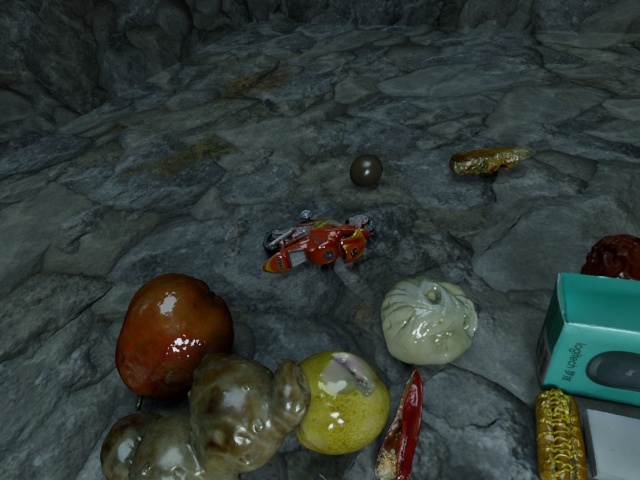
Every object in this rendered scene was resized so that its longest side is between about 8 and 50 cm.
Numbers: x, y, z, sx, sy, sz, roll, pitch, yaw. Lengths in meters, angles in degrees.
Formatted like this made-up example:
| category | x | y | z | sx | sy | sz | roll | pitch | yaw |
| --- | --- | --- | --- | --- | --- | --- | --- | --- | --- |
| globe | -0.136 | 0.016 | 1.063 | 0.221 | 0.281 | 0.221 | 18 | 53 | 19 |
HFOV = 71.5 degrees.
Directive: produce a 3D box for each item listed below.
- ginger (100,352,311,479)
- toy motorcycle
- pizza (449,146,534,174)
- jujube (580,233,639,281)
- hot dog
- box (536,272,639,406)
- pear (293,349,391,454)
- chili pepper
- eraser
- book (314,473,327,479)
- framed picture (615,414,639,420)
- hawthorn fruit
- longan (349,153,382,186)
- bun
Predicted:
| category | x | y | z | sx | sy | sz | roll | pitch | yaw |
| --- | --- | --- | --- | --- | --- | --- | --- | --- | --- |
| ginger | -0.176 | 0.306 | 0.693 | 0.375 | 0.176 | 0.256 | -41 | 49 | 8 |
| toy motorcycle | 0.000 | 0.000 | 1.113 | 0.298 | 0.089 | 0.171 | -11 | 42 | -1 |
| pizza | 0.482 | -0.229 | 1.297 | 0.226 | 0.069 | 0.147 | -11 | 20 | -6 |
| jujube | 0.589 | 0.085 | 0.862 | 0.155 | 0.155 | 0.230 | 10 | 37 | 22 |
| hot dog | 0.384 | 0.316 | 0.714 | 0.071 | 0.045 | 0.165 | 5 | 44 | 19 |
| box | 0.537 | 0.175 | 0.723 | 0.312 | 0.205 | 0.118 | 7 | 46 | 18 |
| pear | 0.033 | 0.269 | 0.748 | 0.178 | 0.178 | 0.178 | -6 | 41 | 5 |
| chili pepper | 0.137 | 0.333 | 0.748 | 0.059 | 0.050 | 0.268 | -35 | 17 | 45 |
| eraser | 0.487 | 0.323 | 0.672 | 0.151 | 0.023 | 0.103 | 9 | 47 | 11 |
| book | -0.018 | 0.475 | 0.619 | 0.158 | 0.026 | 0.231 | 27 | 58 | 34 |
| framed picture | 0.521 | 0.371 | 0.650 | 0.173 | 0.010 | 0.231 | 1 | 43 | 12 |
| hawthorn fruit | -0.293 | 0.200 | 0.866 | 0.224 | 0.224 | 0.260 | 23 | 67 | 32 |
| longan | 0.133 | -0.207 | 1.321 | 0.113 | 0.092 | 0.113 | -47 | 18 | 20 |
| bun | 0.216 | 0.148 | 0.877 | 0.193 | 0.127 | 0.178 | 1 | 41 | 10 |
